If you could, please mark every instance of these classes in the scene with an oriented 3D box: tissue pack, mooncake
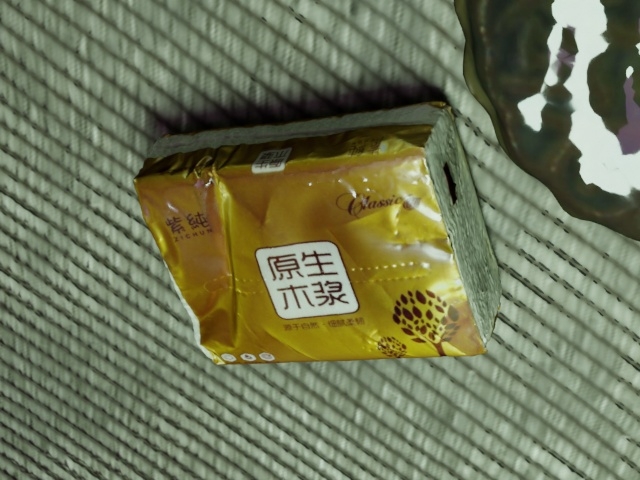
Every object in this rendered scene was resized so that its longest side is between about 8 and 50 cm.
[{"bbox_3d":[0.000,0.000,0.983,0.226,0.092,0.183,-6,124,22],"label":"tissue pack"},{"bbox_3d":[0.211,-0.136,0.744,0.290,0.161,0.290,10,125,14],"label":"mooncake"}]
